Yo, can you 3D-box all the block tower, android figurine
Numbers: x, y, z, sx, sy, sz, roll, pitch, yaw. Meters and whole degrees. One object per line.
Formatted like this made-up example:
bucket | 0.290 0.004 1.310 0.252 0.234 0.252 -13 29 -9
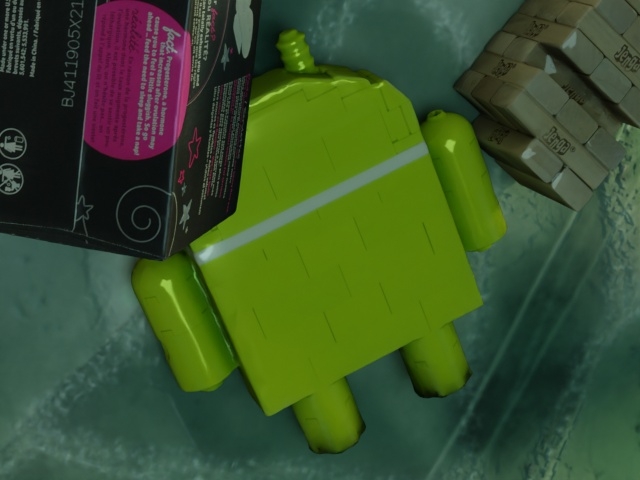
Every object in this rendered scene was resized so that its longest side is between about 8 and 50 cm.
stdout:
block tower | 0.229 -0.181 1.042 0.091 0.097 0.335 39 89 -24
android figurine | 0.000 0.000 1.036 0.248 0.056 0.273 -28 112 -9

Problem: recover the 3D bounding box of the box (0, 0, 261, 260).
box | -0.125 -0.132 0.884 0.163 0.142 0.247 10 103 12
